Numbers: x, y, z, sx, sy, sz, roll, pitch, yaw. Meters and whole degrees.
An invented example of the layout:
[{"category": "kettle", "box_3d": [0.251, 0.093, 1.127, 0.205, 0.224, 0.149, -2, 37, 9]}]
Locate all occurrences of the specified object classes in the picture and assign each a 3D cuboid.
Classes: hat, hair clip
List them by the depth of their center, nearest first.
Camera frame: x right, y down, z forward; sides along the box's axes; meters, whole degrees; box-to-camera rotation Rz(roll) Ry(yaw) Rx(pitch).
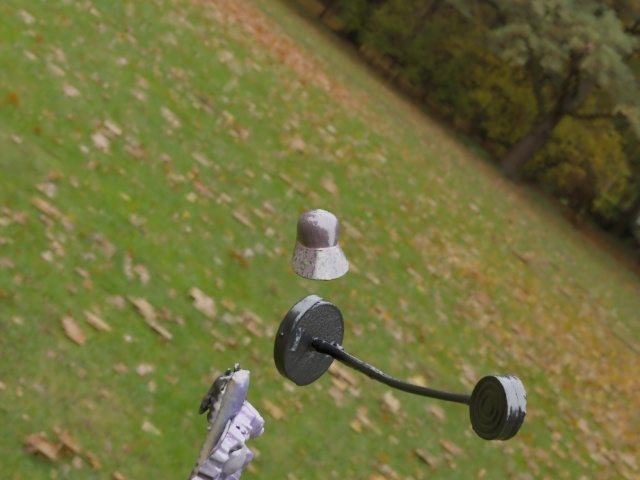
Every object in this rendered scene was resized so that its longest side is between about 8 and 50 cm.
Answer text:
[{"category": "hair clip", "box_3d": [-0.114, 0.237, 1.114, 0.084, 0.292, 0.106, 29, 24, 14]}, {"category": "hat", "box_3d": [0.000, 0.001, 1.232, 0.058, 0.042, 0.087, 0, 44, -3]}]

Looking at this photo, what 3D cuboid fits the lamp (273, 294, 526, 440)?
[{"category": "lamp", "box_3d": [0.063, 0.151, 1.312, 0.108, 0.130, 0.371, 12, 8, -31]}]
